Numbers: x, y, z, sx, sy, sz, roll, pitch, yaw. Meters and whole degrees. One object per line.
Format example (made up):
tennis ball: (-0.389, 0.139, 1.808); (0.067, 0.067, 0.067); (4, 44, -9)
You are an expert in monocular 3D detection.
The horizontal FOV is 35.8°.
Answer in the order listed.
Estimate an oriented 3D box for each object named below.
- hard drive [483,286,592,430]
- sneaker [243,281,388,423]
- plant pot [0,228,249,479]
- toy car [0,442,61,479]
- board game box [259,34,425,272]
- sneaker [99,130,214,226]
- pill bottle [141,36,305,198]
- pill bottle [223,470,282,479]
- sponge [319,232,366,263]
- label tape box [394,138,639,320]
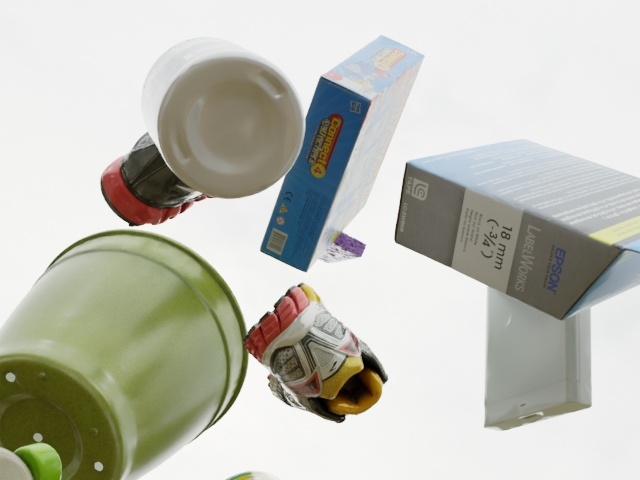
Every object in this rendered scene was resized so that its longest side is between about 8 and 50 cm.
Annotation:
hard drive: (0.290, 0.088, 1.338); (0.040, 0.307, 0.203); (14, -24, -20)
sneaker: (0.006, 0.115, 0.807); (0.093, 0.088, 0.225); (43, -4, 21)
plant pot: (-0.324, 0.204, 1.406); (0.367, 0.353, 0.366); (3, -73, 11)
toy car: (-0.358, 0.292, 0.960); (0.188, 0.155, 0.149); (-25, -101, 29)
board game box: (0.039, -0.146, 1.587); (0.086, 0.302, 0.308); (26, -60, 10)
sneaker: (-0.126, -0.106, 1.153); (0.135, 0.276, 0.097); (-38, -95, 37)
pill bottle: (-0.074, -0.091, 0.682); (0.094, 0.169, 0.094); (-4, -74, -14)
pill bottle: (-0.051, 0.324, 1.047); (0.118, 0.117, 0.208); (35, -10, -16)
sponge: (0.000, 0.000, 1.814); (0.117, 0.031, 0.210); (28, -12, -12)
label tape box: (0.283, -0.006, 1.065); (0.334, 0.241, 0.105); (26, -62, 38)
